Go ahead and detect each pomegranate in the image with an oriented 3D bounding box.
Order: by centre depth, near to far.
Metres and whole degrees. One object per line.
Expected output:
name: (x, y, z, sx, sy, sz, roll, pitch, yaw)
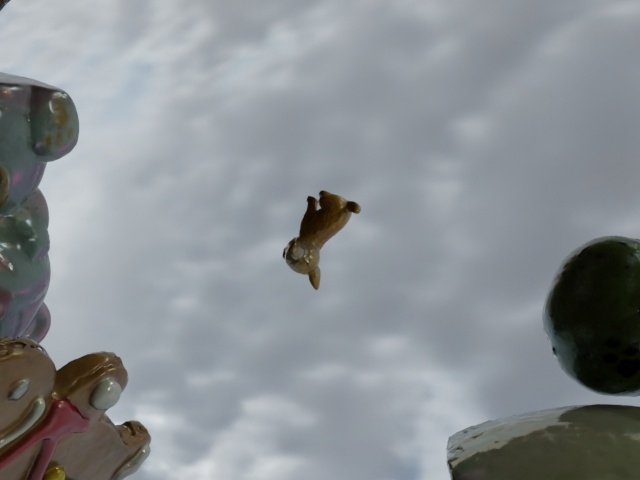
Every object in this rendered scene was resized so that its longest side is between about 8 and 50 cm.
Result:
pomegranate: (0.231, 0.052, 0.800, 0.161, 0.122, 0.122, -17, -140, 55)

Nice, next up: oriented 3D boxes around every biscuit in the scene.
biscuit: (-0.252, 0.184, 0.957, 0.216, 0.339, 0.047, -35, -116, -19)

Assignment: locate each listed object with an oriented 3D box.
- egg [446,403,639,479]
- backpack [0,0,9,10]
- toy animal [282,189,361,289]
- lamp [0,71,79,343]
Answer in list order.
egg: (0.244, 0.225, 0.738, 0.201, 0.337, 0.337, -33, -141, 5)
backpack: (-0.332, -0.414, 1.076, 0.201, 0.378, 0.353, -114, -141, -68)
toy animal: (0.000, 0.000, 1.073, 0.081, 0.060, 0.083, 2, -117, 35)
lamp: (-0.383, -0.025, 1.120, 0.247, 0.247, 0.301, 21, -75, 39)
